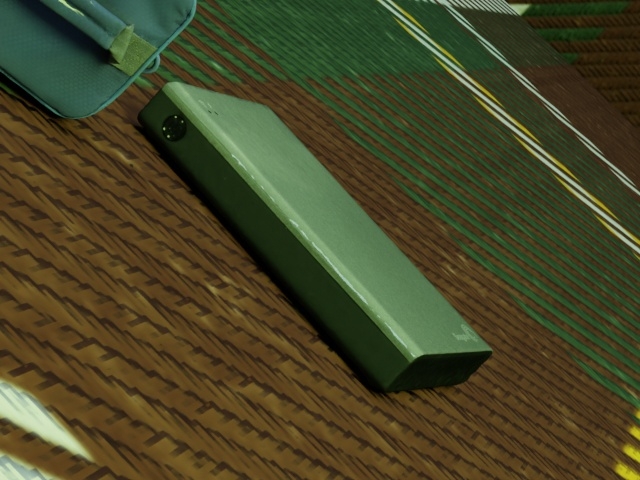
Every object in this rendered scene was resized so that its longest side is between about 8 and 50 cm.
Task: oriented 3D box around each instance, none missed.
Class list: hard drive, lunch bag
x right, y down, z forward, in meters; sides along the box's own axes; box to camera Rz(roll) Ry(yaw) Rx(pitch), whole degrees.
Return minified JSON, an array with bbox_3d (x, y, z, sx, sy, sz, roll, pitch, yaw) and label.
[{"bbox_3d":[0.000,0.000,0.683,0.135,0.022,0.094,48,14,16],"label":"hard drive"},{"bbox_3d":[-0.087,-0.086,0.594,0.098,0.067,0.065,37,16,-31],"label":"lunch bag"}]
